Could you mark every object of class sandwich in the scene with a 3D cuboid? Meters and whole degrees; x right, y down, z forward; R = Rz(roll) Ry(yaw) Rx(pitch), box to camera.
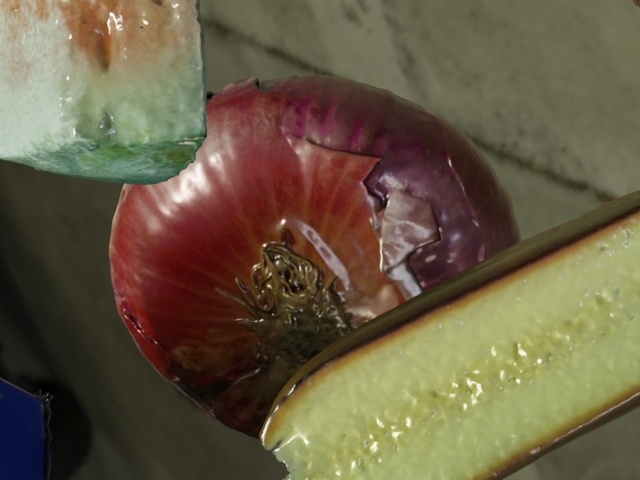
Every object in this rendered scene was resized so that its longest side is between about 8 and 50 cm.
[{"bbox_3d":[0.094,0.054,0.828,0.094,0.258,0.096,63,-174,0],"label":"sandwich"}]

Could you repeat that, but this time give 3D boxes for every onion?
[{"bbox_3d":[0.000,0.000,1.513,0.285,0.348,0.347,-80,-24,-55],"label":"onion"}]

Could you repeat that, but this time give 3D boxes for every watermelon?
[{"bbox_3d":[-0.105,-0.146,0.796,0.154,0.094,0.241,0,90,62],"label":"watermelon"}]

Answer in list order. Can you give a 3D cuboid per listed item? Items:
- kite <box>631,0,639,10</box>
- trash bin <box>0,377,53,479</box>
[{"bbox_3d":[0.085,-0.149,0.657,0.232,0.009,0.189,54,173,-9],"label":"kite"},{"bbox_3d":[-0.319,0.152,1.270,0.234,0.163,0.184,28,-134,-42],"label":"trash bin"}]
